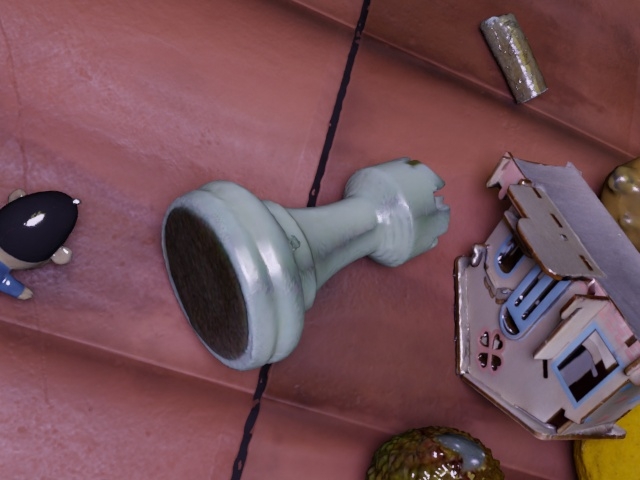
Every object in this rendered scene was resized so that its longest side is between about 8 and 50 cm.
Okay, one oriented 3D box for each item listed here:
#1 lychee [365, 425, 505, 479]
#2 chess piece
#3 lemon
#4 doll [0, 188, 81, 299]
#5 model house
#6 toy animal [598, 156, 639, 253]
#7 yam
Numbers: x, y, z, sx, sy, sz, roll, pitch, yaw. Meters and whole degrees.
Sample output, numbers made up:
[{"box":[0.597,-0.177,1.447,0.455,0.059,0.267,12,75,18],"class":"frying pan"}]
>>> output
[{"box":[0.124,0.288,0.705,0.171,0.171,0.171,4,78,-20],"class":"lychee"},{"box":[0.000,0.000,0.709,0.299,0.195,0.194,-22,87,-33],"class":"chess piece"},{"box":[0.418,0.248,0.795,0.204,0.204,0.260,33,68,-12],"class":"lemon"},{"box":[-0.310,0.011,0.636,0.179,0.089,0.102,-36,93,0],"class":"doll"},{"box":[0.257,0.085,0.773,0.169,0.244,0.326,3,44,-22],"class":"model house"},{"box":[0.498,-0.026,0.899,0.281,0.169,0.195,23,69,-16],"class":"toy animal"},{"box":[0.280,-0.264,0.929,0.054,0.054,0.132,-24,89,-23],"class":"yam"}]
